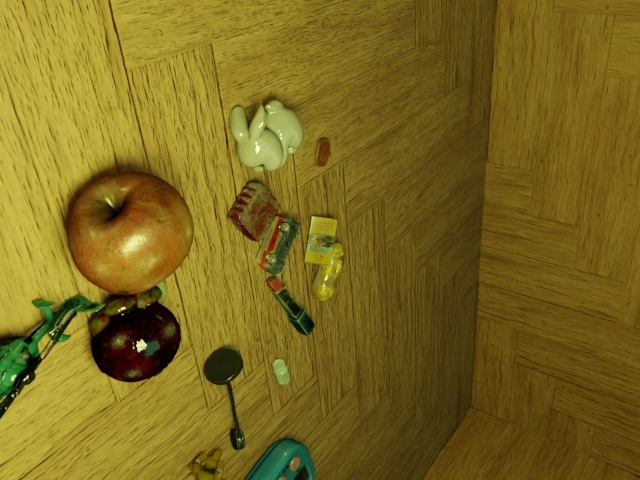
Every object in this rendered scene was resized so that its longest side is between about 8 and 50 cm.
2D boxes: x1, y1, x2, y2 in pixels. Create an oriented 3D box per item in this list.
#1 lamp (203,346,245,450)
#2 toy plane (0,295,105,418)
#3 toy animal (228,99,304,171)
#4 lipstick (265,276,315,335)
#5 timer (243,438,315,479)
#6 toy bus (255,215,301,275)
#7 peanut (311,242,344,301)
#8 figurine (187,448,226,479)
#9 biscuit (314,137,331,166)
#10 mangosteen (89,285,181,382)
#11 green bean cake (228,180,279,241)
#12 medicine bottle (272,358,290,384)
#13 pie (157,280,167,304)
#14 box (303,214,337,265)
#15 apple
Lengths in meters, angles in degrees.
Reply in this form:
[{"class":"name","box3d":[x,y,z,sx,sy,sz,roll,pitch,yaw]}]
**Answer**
[{"class":"lamp","box3d":[-0.285,0.479,1.764,0.109,0.130,0.371,-14,132,-29]},{"class":"toy plane","box3d":[-0.575,0.223,1.137,0.381,0.155,0.106,-58,147,-51]},{"class":"toy animal","box3d":[-0.139,-0.278,1.572,0.193,0.128,0.178,-29,125,-46]},{"class":"lipstick","box3d":[-0.099,0.204,1.923,0.051,0.051,0.312,-55,141,-22]},{"class":"timer","box3d":[-0.157,0.867,2.074,0.340,0.115,0.309,-48,139,-34]},{"class":"toy bus","box3d":[-0.127,0.013,1.765,0.079,0.077,0.174,35,76,-56]},{"class":"peanut","box3d":[0.025,0.105,2.029,0.087,0.087,0.206,9,100,-57]},{"class":"figurine","box3d":[-0.332,0.692,1.774,0.122,0.121,0.176,-58,171,-73]},{"class":"biscuit","box3d":[0.008,-0.275,1.893,0.078,0.015,0.091,-1,106,-57]},{"class":"mangosteen","box3d":[-0.412,0.213,1.340,0.210,0.210,0.209,-29,127,-47]},{"class":"green bean cake","box3d":[-0.183,-0.080,1.661,0.135,0.056,0.135,-59,145,-18]},{"class":"medicine bottle","box3d":[-0.128,0.432,1.981,0.047,0.047,0.083,-46,139,-36]},{"class":"pie","box3d":[-0.403,0.126,1.462,0.085,0.017,0.085,-27,125,-46]},{"class":"box","box3d":[0.000,0.000,1.953,0.087,0.023,0.155,7,101,-13]},{"class":"apple","box3d":[-0.384,-0.009,1.237,0.254,0.254,0.253,-29,127,-47]}]
